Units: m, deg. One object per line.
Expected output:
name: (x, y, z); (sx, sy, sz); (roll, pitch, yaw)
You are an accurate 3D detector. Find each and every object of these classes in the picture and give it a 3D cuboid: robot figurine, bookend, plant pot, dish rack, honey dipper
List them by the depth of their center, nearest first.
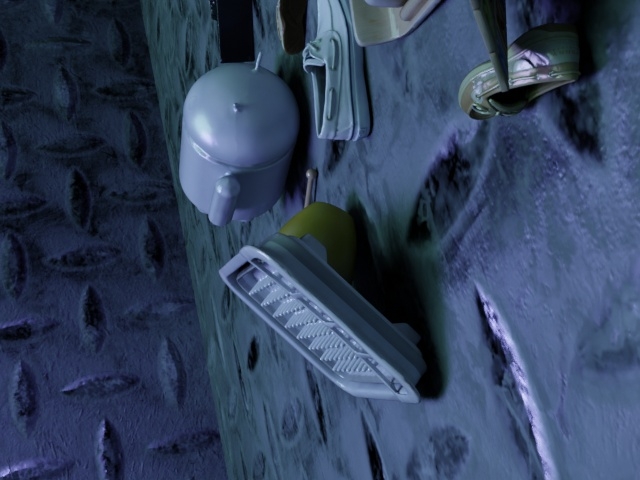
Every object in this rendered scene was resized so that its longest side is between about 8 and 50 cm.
dish rack: (0.003, 0.099, 1.109); (0.285, 0.072, 0.333); (42, 163, -5)
plant pot: (0.000, 0.000, 1.197); (0.095, 0.134, 0.134); (-66, 10, -15)
honey dipper: (-0.025, -0.052, 1.404); (0.030, 0.030, 0.161); (-118, 27, -50)
robot figurine: (-0.147, -0.173, 1.461); (0.353, 0.200, 0.300); (110, 167, -58)
bookend: (-0.194, -0.462, 1.727); (0.157, 0.072, 0.156); (-133, 38, -64)

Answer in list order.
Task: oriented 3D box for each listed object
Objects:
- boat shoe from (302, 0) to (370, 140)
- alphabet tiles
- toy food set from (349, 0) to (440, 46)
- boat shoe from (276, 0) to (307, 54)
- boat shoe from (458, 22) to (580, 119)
boat shoe: (0.014, -0.245, 1.108); (0.083, 0.076, 0.226); (140, 122, -70)
alphabet tiles: (0.114, -0.263, 0.626); (0.198, 0.009, 0.237); (55, -147, -43)
toy food set: (0.067, -0.347, 0.828); (0.306, 0.092, 0.220); (160, 102, -78)
boat shoe: (-0.051, -0.369, 1.322); (0.045, 0.050, 0.135); (-124, 31, -47)
boat shoe: (0.164, -0.129, 0.692); (0.153, 0.056, 0.048); (149, 118, -64)
